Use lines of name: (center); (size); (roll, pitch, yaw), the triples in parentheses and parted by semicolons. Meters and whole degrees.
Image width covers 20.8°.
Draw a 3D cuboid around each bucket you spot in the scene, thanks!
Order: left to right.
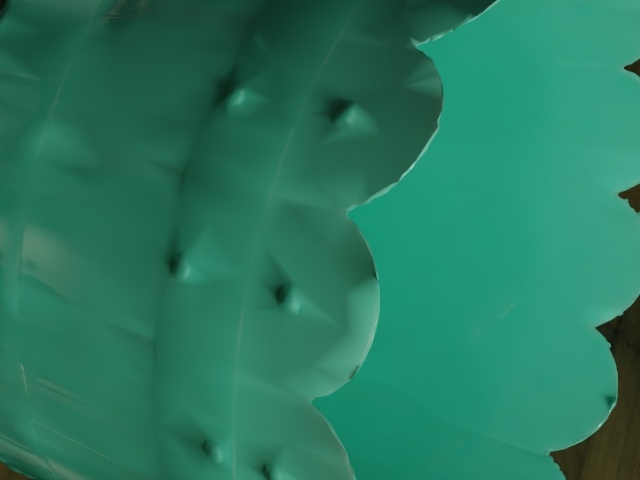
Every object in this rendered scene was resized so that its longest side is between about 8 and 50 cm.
bucket: (0.000, 0.000, 0.660); (0.281, 0.183, 0.281); (-37, 134, -51)

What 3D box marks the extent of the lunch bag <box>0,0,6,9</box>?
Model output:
lunch bag: (-0.108, -0.189, 0.705); (0.219, 0.090, 0.176); (-45, 115, -45)
